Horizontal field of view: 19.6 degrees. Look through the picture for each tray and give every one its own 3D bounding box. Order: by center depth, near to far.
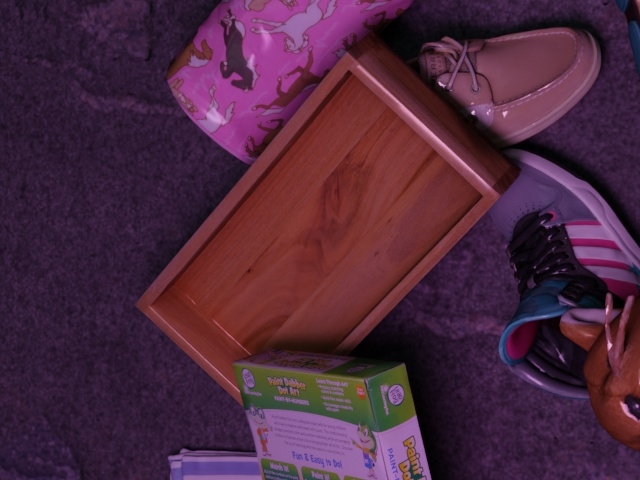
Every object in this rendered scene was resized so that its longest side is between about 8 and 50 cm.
[{"bbox_3d":[0.000,0.000,1.898,0.203,0.076,0.411,43,125,2],"label":"tray"}]

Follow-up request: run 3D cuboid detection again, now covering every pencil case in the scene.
[{"bbox_3d":[0.010,-0.250,1.919,0.167,0.160,0.386,45,111,-7],"label":"pencil case"}]

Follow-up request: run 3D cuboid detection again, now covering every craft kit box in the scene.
[{"bbox_3d":[0.021,0.236,1.840,0.250,0.061,0.247,2,111,57],"label":"craft kit box"}]

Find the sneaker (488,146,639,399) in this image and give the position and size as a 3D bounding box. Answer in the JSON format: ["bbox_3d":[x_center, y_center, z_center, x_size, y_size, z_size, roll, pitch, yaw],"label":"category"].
[{"bbox_3d":[0.221,0.044,1.805,0.295,0.178,0.124,48,133,17],"label":"sneaker"}]

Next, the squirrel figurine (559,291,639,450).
[{"bbox_3d":[0.402,0.034,1.628,0.281,0.397,0.370,44,113,1],"label":"squirrel figurine"}]

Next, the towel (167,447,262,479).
[{"bbox_3d":[-0.065,0.371,2.045,0.209,0.034,0.285,-3,92,24],"label":"towel"}]

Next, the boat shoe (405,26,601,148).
[{"bbox_3d":[0.134,-0.151,1.874,0.302,0.098,0.109,-18,54,22],"label":"boat shoe"}]

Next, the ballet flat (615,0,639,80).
[{"bbox_3d":[0.327,-0.231,1.825,0.073,0.080,0.232,-18,85,-3],"label":"ballet flat"}]
